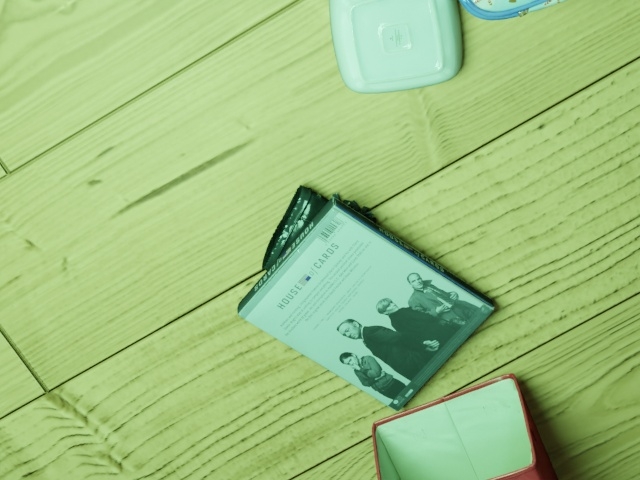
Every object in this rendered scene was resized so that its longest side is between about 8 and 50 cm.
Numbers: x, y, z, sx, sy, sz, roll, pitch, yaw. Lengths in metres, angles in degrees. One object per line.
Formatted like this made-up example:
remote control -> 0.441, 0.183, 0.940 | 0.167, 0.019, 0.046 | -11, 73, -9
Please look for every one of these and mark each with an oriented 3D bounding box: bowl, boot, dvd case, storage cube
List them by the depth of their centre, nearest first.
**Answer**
bowl -> 0.082, -0.225, 1.907 | 0.142, 0.053, 0.142 | -8, 113, 5
boot -> 0.000, 0.000, 2.004 | 0.099, 0.045, 0.121 | 23, 112, -14
dvd case -> 0.052, 0.076, 2.012 | 0.239, 0.029, 0.179 | 33, 112, -22
storage cube -> 0.183, 0.303, 2.033 | 0.184, 0.215, 0.193 | -21, 116, 8

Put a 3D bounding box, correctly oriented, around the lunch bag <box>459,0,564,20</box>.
lunch bag -> 0.236, -0.373, 1.808 | 0.303, 0.115, 0.243 | -19, 106, 4
